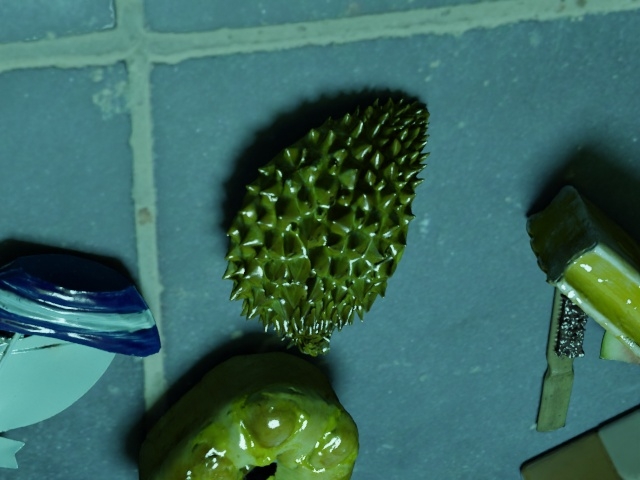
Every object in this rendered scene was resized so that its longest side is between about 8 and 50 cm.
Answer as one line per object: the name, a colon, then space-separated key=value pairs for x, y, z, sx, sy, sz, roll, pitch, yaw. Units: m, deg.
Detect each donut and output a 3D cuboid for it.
donut: x=-0.081 y=0.242 z=1.757 sx=0.261 sy=0.128 sz=0.208 roll=-39 pitch=131 yaw=17

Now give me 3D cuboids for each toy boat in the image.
toy boat: x=-0.311 y=0.120 z=1.622 sx=0.291 sy=0.070 sz=0.210 roll=-37 pitch=128 yaw=19

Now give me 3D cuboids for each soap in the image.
soap: x=0.340 y=0.065 z=1.671 sx=0.257 sy=0.160 sz=0.080 roll=38 pitch=108 yaw=-20

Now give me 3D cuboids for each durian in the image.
durian: x=0.000 y=0.000 z=1.581 sx=0.172 sy=0.166 sz=0.306 roll=20 pitch=121 yaw=5

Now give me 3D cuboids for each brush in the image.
brush: x=0.285 y=0.143 z=1.849 sx=0.043 sy=0.036 sz=0.248 roll=-5 pitch=131 yaw=-8

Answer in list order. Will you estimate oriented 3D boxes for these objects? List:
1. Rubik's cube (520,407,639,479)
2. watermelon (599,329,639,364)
Rubik's cube: x=0.498 y=0.414 z=1.947 sx=0.347 sy=0.344 sz=0.346 roll=-26 pitch=132 yaw=8
watermelon: x=0.430 y=0.103 z=1.827 sx=0.193 sy=0.137 sz=0.145 roll=-37 pitch=163 yaw=16
